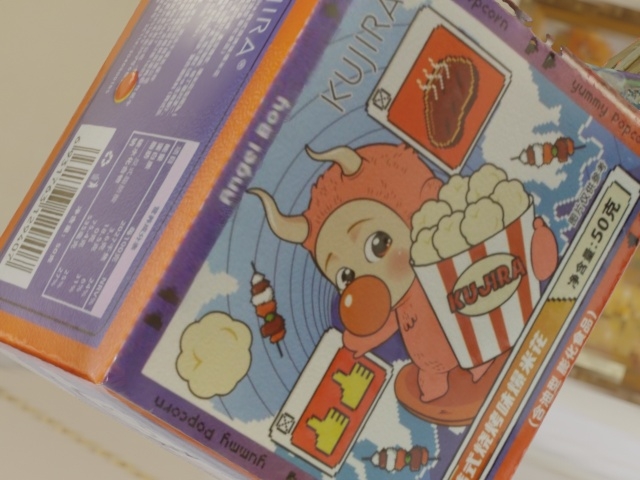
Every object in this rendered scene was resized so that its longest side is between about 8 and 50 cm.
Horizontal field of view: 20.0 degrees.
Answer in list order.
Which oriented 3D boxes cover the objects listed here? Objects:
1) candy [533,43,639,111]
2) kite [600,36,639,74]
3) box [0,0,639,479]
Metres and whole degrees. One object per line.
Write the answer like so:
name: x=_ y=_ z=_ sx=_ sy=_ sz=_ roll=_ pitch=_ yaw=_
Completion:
candy: x=0.210 y=-0.088 z=1.497 sx=0.275 sy=0.145 sz=0.070 roll=15 pitch=-12 yaw=-9
kite: x=0.319 y=-0.184 z=1.799 sx=0.013 sy=0.327 sz=0.377 roll=51 pitch=-14 yaw=-4
box: x=0.000 y=0.000 z=1.237 sx=0.318 sy=0.349 sz=0.257 roll=36 pitch=-12 yaw=-29
